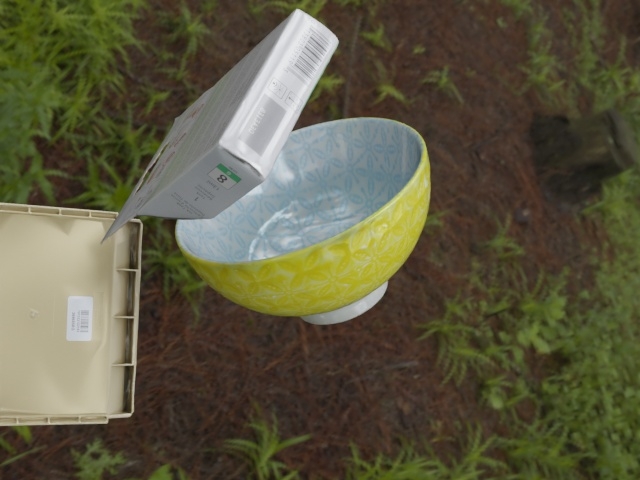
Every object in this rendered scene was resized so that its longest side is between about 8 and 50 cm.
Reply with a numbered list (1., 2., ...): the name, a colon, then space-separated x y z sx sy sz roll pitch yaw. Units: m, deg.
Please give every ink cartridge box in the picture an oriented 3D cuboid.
1. ink cartridge box: -0.093 -0.085 0.872 0.056 0.225 0.181 37 51 -17

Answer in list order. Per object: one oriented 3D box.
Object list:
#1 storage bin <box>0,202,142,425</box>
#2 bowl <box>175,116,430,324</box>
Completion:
1. storage bin: -0.363 0.088 1.195 0.260 0.123 0.262 4 85 -29
2. bowl: 0.000 0.000 1.101 0.289 0.290 0.156 -57 134 -46
